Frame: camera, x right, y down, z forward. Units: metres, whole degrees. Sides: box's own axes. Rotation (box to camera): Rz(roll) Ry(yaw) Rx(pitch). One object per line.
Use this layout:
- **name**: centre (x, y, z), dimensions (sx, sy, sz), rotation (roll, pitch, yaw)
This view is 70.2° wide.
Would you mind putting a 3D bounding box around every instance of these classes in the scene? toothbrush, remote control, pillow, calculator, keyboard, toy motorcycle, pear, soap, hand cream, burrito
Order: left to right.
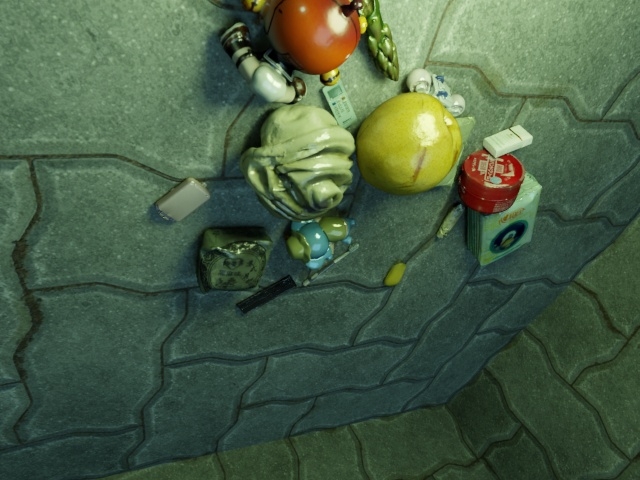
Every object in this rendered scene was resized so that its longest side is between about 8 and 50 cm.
- **calculator**: centre (-0.413, -0.121, 1.371), dimensions (0.175, 0.032, 0.100), rotation (-35, 140, 8)
- **keyboard**: centre (-0.220, 0.224, 1.865), dimensions (0.251, 0.017, 0.087), rotation (-29, 139, 0)
- **toothbrush**: centre (0.040, 0.101, 1.874), dimensions (0.288, 0.024, 0.026), rotation (-37, 139, 11)
- **remote control**: centre (0.057, -0.400, 1.345), dimensions (0.061, 0.029, 0.162), rotation (-31, 136, 1)
- **soap**: centre (0.350, 0.152, 2.098), dimensions (0.089, 0.033, 0.168), rotation (-4, 135, -29)
- **pear**: centre (0.259, -0.283, 1.363), dimensions (0.314, 0.314, 0.314), rotation (-16, 139, -14)
- **pillow**: centre (0.394, -0.305, 1.605), dimensions (0.274, 0.076, 0.280), rotation (-9, 131, -25)
- **toy motorcycle**: centre (0.351, -0.450, 1.419), dimensions (0.254, 0.112, 0.112), rotation (16, 124, -39)
- **burrito**: centre (0.562, -0.084, 1.957), dimensions (0.058, 0.045, 0.188), rotation (-7, 135, -33)
- **hand cream**: centre (0.640, -0.221, 1.717), dimensions (0.230, 0.230, 0.149), rotation (-20, 140, -10)

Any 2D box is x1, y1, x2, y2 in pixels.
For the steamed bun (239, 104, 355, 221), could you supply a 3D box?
- **steamed bun**: centre (-0.050, -0.197, 1.332), dimensions (0.352, 0.247, 0.339), rotation (-37, 139, 17)

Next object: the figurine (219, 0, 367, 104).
- **figurine**: centre (-0.044, -0.476, 1.074), dimensions (0.323, 0.196, 0.320), rotation (-37, 134, 26)

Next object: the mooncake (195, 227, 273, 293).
- **mooncake**: centre (-0.301, 0.080, 1.572), dimensions (0.254, 0.136, 0.250), rotation (-1, 130, -30)

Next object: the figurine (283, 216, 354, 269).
- **figurine**: centre (0.001, -0.001, 1.647), dimensions (0.262, 0.154, 0.180), rotation (-8, 125, -17)

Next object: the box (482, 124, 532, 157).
- **box**: centre (0.696, -0.371, 1.695), dimensions (0.154, 0.084, 0.040), rotation (-22, 139, -7)

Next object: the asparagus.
- **asparagus**: centre (0.158, -0.534, 1.223), dimensions (0.080, 0.080, 0.287), rotation (-34, 141, 7)

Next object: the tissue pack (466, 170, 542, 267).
- **tissue pack**: centre (0.791, -0.087, 1.996), dimensions (0.287, 0.162, 0.388), rotation (-28, 141, -5)
